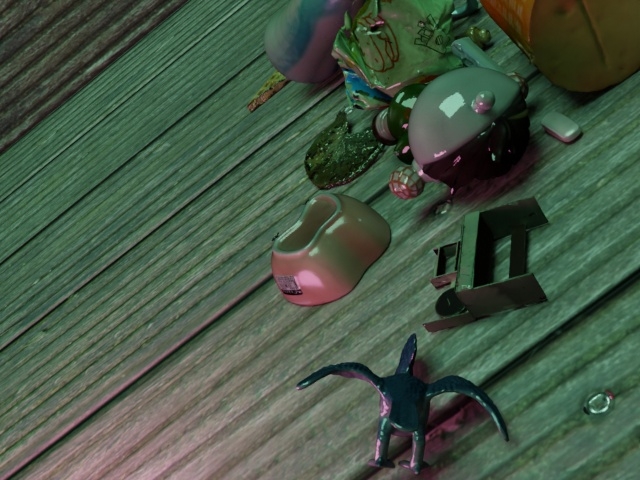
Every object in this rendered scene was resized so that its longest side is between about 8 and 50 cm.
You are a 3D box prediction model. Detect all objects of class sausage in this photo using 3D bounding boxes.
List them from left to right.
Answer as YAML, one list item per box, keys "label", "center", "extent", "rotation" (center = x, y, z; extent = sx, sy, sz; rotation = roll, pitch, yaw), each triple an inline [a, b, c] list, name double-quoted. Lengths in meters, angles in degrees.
- label: "sausage"
  center: [0.384, -0.390, 1.382]
  extent: [0.233, 0.233, 0.287]
  rotation: [-33, 32, 13]

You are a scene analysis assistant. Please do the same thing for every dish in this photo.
- label: "dish"
  center: [0.000, 0.000, 1.439]
  extent: [0.213, 0.090, 0.213]
  rotation: [-29, 33, 20]

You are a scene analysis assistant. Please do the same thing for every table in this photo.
- label: "table"
  center: [0.212, 0.032, 1.185]
  extent: [0.175, 0.062, 0.146]
  rotation: [-18, 37, 29]

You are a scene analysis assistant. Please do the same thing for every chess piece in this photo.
- label: "chess piece"
  center: [0.241, -0.359, 1.677]
  extent: [0.172, 0.060, 0.060]
  rotation: [-14, 39, 35]

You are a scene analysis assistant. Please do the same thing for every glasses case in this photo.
- label: "glasses case"
  center: [0.357, -0.170, 1.322]
  extent: [0.032, 0.021, 0.083]
  rotation: [-42, 29, 4]

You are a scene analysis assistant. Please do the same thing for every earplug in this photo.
- label: "earplug"
  center: [0.014, -0.470, 1.840]
  extent: [0.185, 0.185, 0.324]
  rotation: [-54, 8, -22]

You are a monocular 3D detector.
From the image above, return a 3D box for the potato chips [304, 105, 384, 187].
- label: "potato chips"
  center: [0.049, -0.183, 1.690]
  extent: [0.202, 0.029, 0.220]
  rotation: [-47, 32, -4]

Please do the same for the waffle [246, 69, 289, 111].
- label: "waffle"
  center: [-0.106, -0.366, 2.115]
  extent: [0.097, 0.023, 0.153]
  rotation: [4, 51, 52]

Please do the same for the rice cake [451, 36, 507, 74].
- label: "rice cake"
  center: [0.277, -0.291, 1.507]
  extent: [0.042, 0.030, 0.180]
  rotation: [-21, 47, -14]

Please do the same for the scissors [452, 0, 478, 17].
- label: "scissors"
  center: [0.169, -0.472, 1.846]
  extent: [0.360, 0.191, 0.030]
  rotation: [-20, 55, 59]

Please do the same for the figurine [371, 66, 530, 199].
- label: "figurine"
  center: [0.196, -0.185, 1.393]
  extent: [0.281, 0.167, 0.370]
  rotation: [-42, 21, -8]

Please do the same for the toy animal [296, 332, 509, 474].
- label: "toy animal"
  center: [0.091, 0.180, 1.036]
  extent: [0.255, 0.239, 0.177]
  rotation: [96, 180, -75]

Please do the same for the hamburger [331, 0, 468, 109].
- label: "hamburger"
  center: [0.134, -0.389, 1.632]
  extent: [0.260, 0.150, 0.276]
  rotation: [-8, 79, 32]
